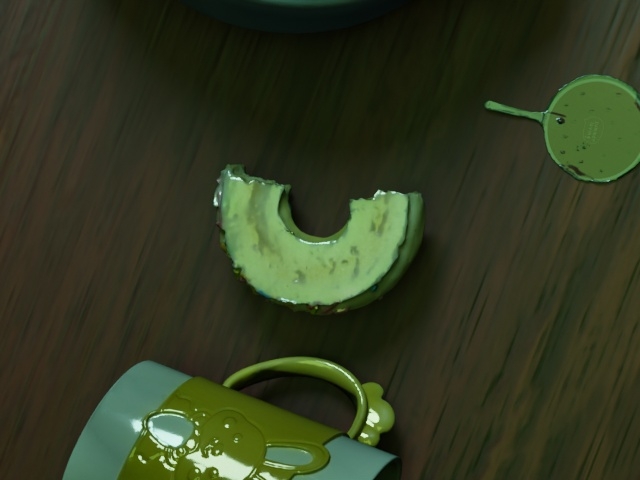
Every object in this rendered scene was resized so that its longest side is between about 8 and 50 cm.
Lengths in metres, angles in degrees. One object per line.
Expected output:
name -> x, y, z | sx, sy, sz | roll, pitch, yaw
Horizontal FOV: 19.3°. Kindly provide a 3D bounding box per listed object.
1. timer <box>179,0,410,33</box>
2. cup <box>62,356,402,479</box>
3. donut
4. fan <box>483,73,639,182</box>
timer -> -0.001, -0.330, 1.416 | 0.395, 0.173, 0.395 | 1, 83, -7
cup -> -0.054, 0.183, 1.435 | 0.226, 0.185, 0.241 | 25, 58, 14
donut -> -0.003, 0.004, 1.469 | 0.166, 0.065, 0.108 | 9, 90, 8
fan -> 0.193, -0.092, 1.471 | 0.133, 0.005, 0.085 | 12, 91, 8
